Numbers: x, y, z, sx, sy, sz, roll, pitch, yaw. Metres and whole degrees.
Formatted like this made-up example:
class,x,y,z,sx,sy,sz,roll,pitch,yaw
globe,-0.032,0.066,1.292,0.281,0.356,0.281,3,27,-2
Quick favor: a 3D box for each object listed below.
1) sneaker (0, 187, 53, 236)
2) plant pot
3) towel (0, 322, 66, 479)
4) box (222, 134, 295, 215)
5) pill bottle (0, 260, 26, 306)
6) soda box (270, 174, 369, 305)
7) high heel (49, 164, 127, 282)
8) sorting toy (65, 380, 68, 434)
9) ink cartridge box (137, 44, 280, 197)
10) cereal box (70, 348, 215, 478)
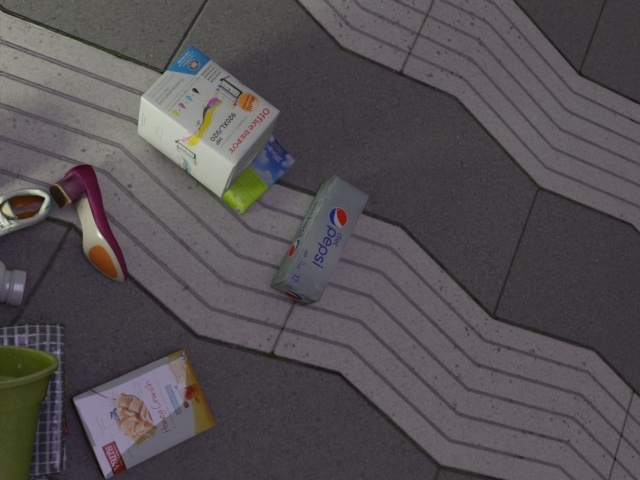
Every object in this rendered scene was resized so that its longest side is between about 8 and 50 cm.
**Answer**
class,x,y,z,sx,sy,sz,roll,pitch,yaw
sneaker,-0.621,-0.044,1.483,0.229,0.092,0.087,-28,94,-26
plant pot,-0.546,0.311,1.198,0.276,0.276,0.253,0,94,-26
towel,-0.565,0.288,1.376,0.235,0.121,0.283,0,79,-25
box,-0.153,-0.155,1.756,0.109,0.042,0.178,48,65,-10
pill bottle,-0.638,0.077,1.449,0.169,0.094,0.094,11,76,-24
soda box,0.000,0.000,1.773,0.098,0.091,0.286,32,68,-16
high heel,-0.443,-0.036,1.591,0.244,0.082,0.117,56,35,-12
sorting toy,-0.600,0.328,1.445,0.275,0.046,0.132,-12,85,-27
ink cartridge box,-0.235,-0.245,1.640,0.233,0.168,0.171,37,65,-1
cereal box,-0.351,0.341,1.562,0.240,0.047,0.173,-23,90,-27
